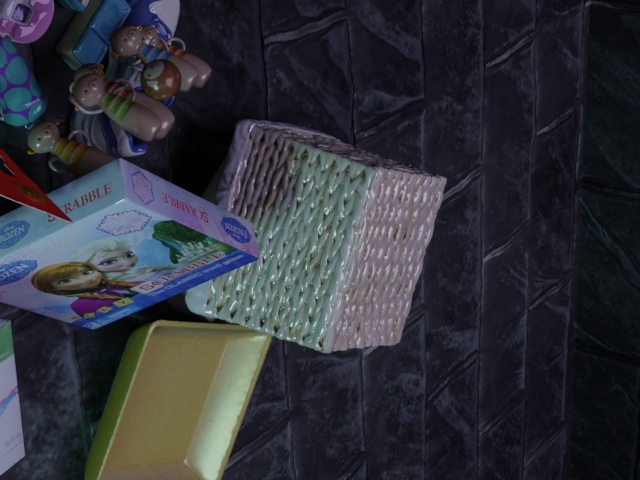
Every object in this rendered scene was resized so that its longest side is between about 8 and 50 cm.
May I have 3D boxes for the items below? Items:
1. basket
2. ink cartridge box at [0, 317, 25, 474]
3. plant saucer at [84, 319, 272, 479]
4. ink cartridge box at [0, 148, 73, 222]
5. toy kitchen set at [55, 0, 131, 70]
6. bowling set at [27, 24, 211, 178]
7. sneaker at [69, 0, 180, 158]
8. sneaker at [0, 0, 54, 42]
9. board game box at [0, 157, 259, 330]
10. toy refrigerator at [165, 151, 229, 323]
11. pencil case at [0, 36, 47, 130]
[{"bbox_3d":[0.000,0.000,2.142,0.328,0.266,0.331,2,107,-64],"label":"basket"},{"bbox_3d":[-0.491,0.204,1.758,0.093,0.154,0.212,-41,136,-55],"label":"ink cartridge box"},{"bbox_3d":[-0.252,0.278,2.191,0.333,0.081,0.333,9,103,-57],"label":"plant saucer"},{"bbox_3d":[-0.462,-0.183,1.505,0.091,0.308,0.385,-53,146,5],"label":"ink cartridge box"},{"bbox_3d":[-0.310,-0.330,1.800,0.122,0.166,0.207,-63,145,-17],"label":"toy kitchen set"},{"bbox_3d":[-0.259,-0.221,1.766,0.287,0.154,0.200,-58,-179,-31],"label":"bowling set"},{"bbox_3d":[-0.256,-0.252,1.947,0.112,0.131,0.296,33,75,-54],"label":"sneaker"},{"bbox_3d":[-0.460,-0.328,1.659,0.236,0.104,0.095,22,102,-35],"label":"sneaker"},{"bbox_3d":[-0.303,0.017,1.841,0.318,0.319,0.066,26,46,-55],"label":"board game box"},{"bbox_3d":[-0.172,-0.007,2.207,0.269,0.094,0.102,-61,152,-19],"label":"toy refrigerator"},{"bbox_3d":[-0.428,-0.222,1.765,0.070,0.064,0.151,-35,134,-11],"label":"pencil case"}]
